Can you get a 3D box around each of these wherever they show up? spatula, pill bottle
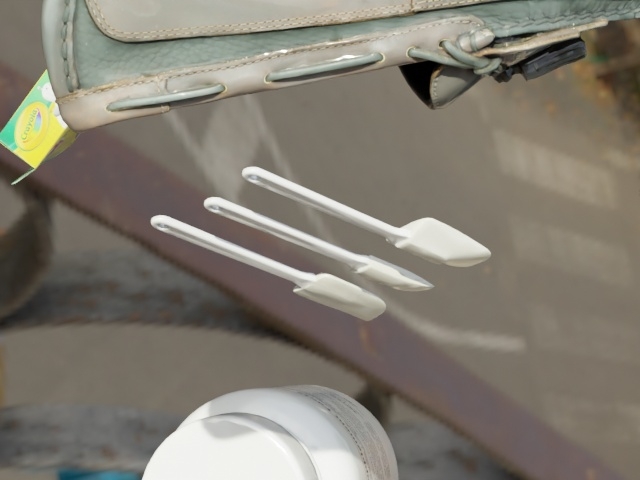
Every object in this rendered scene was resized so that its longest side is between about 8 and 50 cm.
[{"bbox_3d":[0.000,0.000,1.541,0.242,0.168,0.019,24,59,-32],"label":"spatula"},{"bbox_3d":[-0.032,0.158,1.201,0.229,0.131,0.131,15,63,-77],"label":"pill bottle"}]

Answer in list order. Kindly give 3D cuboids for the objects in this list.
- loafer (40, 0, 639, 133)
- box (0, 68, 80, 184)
[{"bbox_3d":[0.022,-0.086,0.757,0.096,0.268,0.084,-141,-130,-81],"label":"loafer"},{"bbox_3d":[-0.181,-0.124,1.454,0.043,0.179,0.105,37,15,-1],"label":"box"}]
